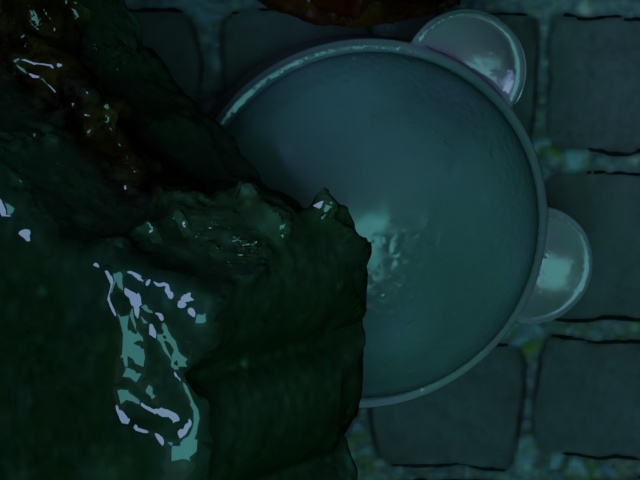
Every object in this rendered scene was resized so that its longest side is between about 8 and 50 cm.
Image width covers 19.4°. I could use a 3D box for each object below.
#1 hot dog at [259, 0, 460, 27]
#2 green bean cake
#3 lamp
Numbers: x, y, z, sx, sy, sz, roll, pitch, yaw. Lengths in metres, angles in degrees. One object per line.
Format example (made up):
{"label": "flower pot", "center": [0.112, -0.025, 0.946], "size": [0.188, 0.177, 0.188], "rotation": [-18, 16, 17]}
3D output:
{"label": "hot dog", "center": [-0.023, -0.171, 0.823], "size": [0.227, 0.160, 0.099], "rotation": [35, 82, -7]}
{"label": "green bean cake", "center": [-0.127, -0.005, 0.783], "size": [0.308, 0.169, 0.300], "rotation": [10, 104, 34]}
{"label": "lamp", "center": [-0.001, 0.001, 0.892], "size": [0.246, 0.108, 0.179], "rotation": [-21, 101, 1]}
